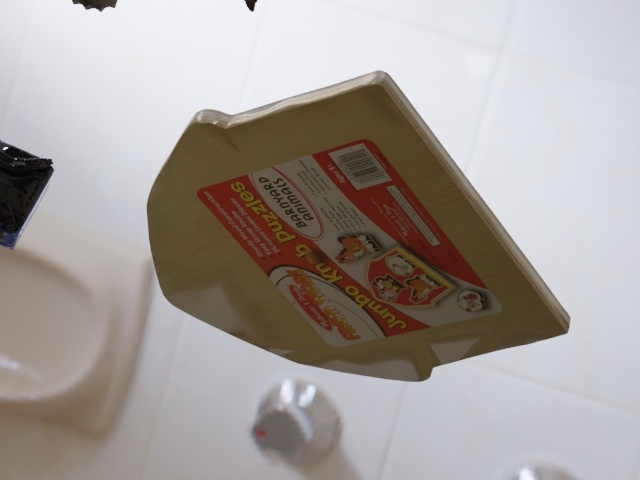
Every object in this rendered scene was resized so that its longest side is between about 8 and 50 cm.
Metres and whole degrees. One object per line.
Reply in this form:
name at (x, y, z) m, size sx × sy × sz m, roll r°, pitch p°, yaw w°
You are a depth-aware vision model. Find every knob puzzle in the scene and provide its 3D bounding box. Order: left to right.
knob puzzle at (0.000, 0.000, 0.795) m, size 0.213 × 0.213 × 0.030 m, roll 16°, pitch 51°, yaw 5°

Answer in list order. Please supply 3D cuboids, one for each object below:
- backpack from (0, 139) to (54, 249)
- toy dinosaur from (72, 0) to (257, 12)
backpack at (-0.354, -0.052, 1.704) m, size 0.120 × 0.098 × 0.101 m, roll 27°, pitch -30°, yaw -6°
toy dinosaur at (-0.116, -0.240, 1.137) m, size 0.160 × 0.121 × 0.313 m, roll 2°, pitch -20°, yaw -10°
